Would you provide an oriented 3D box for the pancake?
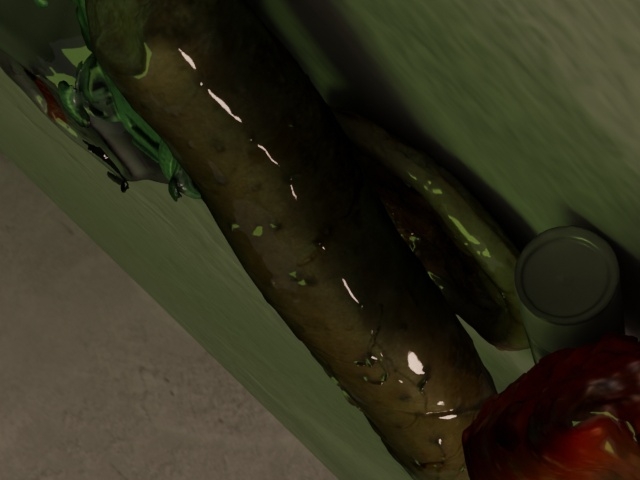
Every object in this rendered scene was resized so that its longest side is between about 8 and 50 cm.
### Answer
[{"bbox_3d":[0.045,-0.009,0.752,0.151,0.025,0.151,47,172,8],"label":"pancake"}]

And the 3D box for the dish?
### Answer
[{"bbox_3d":[-0.114,-0.090,0.887,0.229,0.081,0.229,42,172,7],"label":"dish"}]

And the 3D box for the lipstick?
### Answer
[{"bbox_3d":[0.102,0.037,0.681,0.040,0.040,0.141,39,171,22],"label":"lipstick"}]

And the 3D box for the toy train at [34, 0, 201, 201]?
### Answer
[{"bbox_3d":[-0.062,-0.078,0.743,0.099,0.081,0.149,39,152,40],"label":"toy train"}]

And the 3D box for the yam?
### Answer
[{"bbox_3d":[0.000,0.000,0.712,0.071,0.067,0.317,27,159,45],"label":"yam"}]

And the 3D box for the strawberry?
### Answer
[{"bbox_3d":[0.123,0.080,0.610,0.174,0.098,0.228,29,162,43],"label":"strawberry"}]
